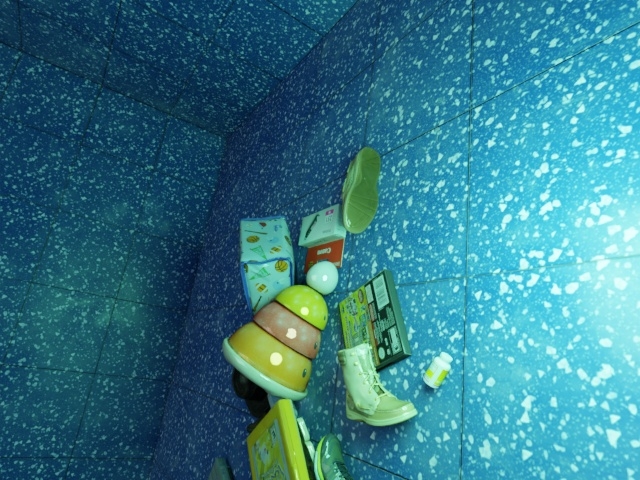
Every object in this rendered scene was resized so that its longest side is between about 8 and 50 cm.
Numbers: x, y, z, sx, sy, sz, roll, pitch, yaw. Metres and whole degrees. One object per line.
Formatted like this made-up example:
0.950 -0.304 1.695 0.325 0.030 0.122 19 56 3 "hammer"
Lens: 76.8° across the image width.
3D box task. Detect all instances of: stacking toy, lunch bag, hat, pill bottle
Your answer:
-0.088 0.281 1.443 0.480 0.350 0.350 -57 29 -7 "stacking toy"
-0.207 0.141 1.672 0.328 0.238 0.386 -103 11 -56 "lunch bag"
-0.303 0.579 1.739 0.331 0.133 0.332 -35 46 47 "hat"
-0.148 0.602 1.512 0.087 0.087 0.160 -62 31 17 "pill bottle"
0.289 0.316 0.989 0.083 0.043 0.043 -63 31 14 "pill bottle"

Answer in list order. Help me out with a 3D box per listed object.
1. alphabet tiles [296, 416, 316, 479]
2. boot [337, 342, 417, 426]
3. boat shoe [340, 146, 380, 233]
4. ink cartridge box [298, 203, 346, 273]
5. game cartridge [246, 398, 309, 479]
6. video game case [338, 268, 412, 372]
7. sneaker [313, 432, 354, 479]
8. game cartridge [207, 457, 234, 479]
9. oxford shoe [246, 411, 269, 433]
-0.078 0.666 1.304 0.278 0.021 0.284 65 150 24 "alphabet tiles"
0.141 0.385 1.102 0.262 0.095 0.204 -29 68 57 "boot"
0.136 -0.170 1.449 0.110 0.121 0.342 -27 42 56 "boat shoe"
0.000 0.000 1.628 0.275 0.060 0.239 -16 59 55 "ink cartridge box"
-0.132 0.696 1.211 0.285 0.052 0.324 -57 36 32 "game cartridge"
0.156 0.265 1.248 0.248 0.035 0.275 -44 41 39 "video game case"
0.070 0.686 1.112 0.121 0.111 0.300 -39 47 27 "sneaker"
-0.415 1.131 1.696 0.231 0.068 0.355 -64 30 5 "game cartridge"
-0.218 0.728 1.589 0.227 0.082 0.096 -30 30 49 "oxford shoe"
